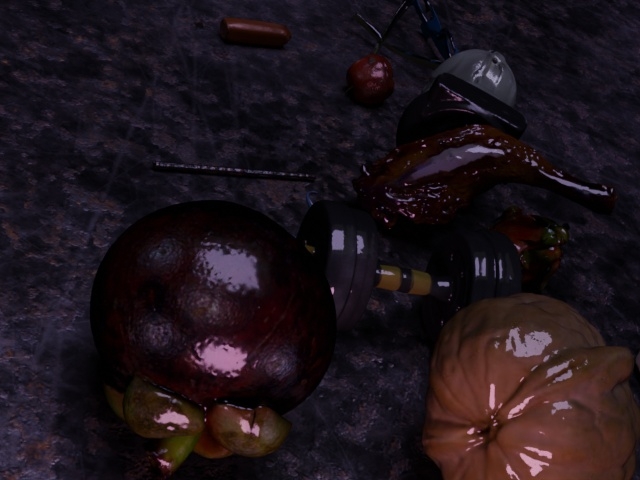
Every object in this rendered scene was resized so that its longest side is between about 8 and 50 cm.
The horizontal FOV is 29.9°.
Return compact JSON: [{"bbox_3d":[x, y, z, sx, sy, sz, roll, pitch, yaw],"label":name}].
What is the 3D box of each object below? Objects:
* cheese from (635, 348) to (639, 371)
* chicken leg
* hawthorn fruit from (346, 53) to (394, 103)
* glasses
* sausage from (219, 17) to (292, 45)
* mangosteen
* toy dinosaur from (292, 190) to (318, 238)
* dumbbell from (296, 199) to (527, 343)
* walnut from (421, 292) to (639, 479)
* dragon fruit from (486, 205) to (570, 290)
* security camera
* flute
[{"bbox_3d":[0.654,0.194,1.796,0.332,0.153,0.292,35,39,10],"label":"cheese"},{"bbox_3d":[0.251,-0.100,1.830,0.407,0.096,0.158,1,81,4],"label":"chicken leg"},{"bbox_3d":[0.086,-0.282,2.114,0.093,0.093,0.093,15,39,-12],"label":"hawthorn fruit"},{"bbox_3d":[0.165,-0.388,2.251,0.206,0.102,0.239,-2,45,-30],"label":"glasses"},{"bbox_3d":[-0.114,-0.371,2.133,0.131,0.041,0.039,2,38,-26],"label":"sausage"},{"bbox_3d":[-0.136,0.103,1.386,0.300,0.300,0.300,15,39,-12],"label":"mangosteen"},{"bbox_3d":[0.000,0.000,1.763,0.080,0.045,0.197,14,45,-34],"label":"toy dinosaur"},{"bbox_3d":[0.111,0.055,1.645,0.388,0.185,0.185,11,40,-18],"label":"dumbbell"},{"bbox_3d":[0.259,0.211,1.477,0.285,0.285,0.296,-14,74,-39],"label":"walnut"},{"bbox_3d":[0.336,0.008,1.891,0.138,0.175,0.142,-19,85,-30],"label":"dragon fruit"},{"bbox_3d":[0.240,-0.212,2.020,0.197,0.191,0.277,27,36,-4],"label":"security camera"},{"bbox_3d":[-0.129,-0.107,1.841,0.269,0.014,0.014,3,43,-25],"label":"flute"}]
